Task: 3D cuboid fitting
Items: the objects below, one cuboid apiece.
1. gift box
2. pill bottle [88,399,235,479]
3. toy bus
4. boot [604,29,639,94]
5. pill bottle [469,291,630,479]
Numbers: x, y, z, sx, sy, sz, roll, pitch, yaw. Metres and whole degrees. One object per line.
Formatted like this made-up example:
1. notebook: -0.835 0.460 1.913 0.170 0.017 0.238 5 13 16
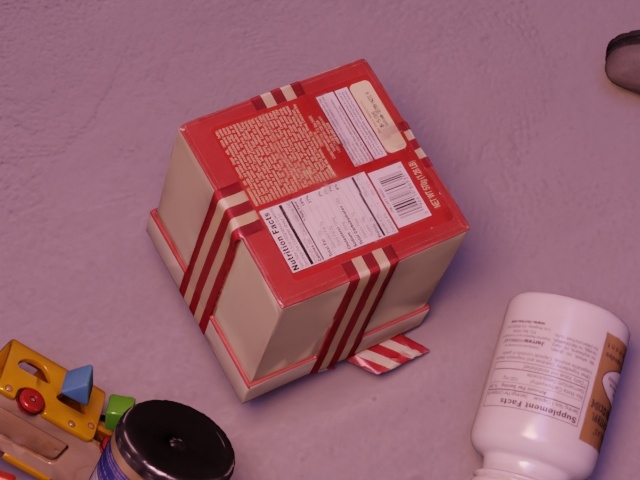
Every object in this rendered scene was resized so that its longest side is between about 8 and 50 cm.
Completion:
1. gift box: 0.000 0.000 1.851 0.276 0.258 0.255 -17 68 -22
2. pill bottle: -0.179 0.273 1.787 0.123 0.123 0.219 37 121 15
3. toy bus: -0.268 0.188 1.878 0.191 0.202 0.104 -2 40 10
4. boot: 0.439 -0.084 1.916 0.338 0.118 0.222 17 79 14
5. pill bottle: 0.224 0.179 1.831 0.131 0.131 0.229 15 74 9
